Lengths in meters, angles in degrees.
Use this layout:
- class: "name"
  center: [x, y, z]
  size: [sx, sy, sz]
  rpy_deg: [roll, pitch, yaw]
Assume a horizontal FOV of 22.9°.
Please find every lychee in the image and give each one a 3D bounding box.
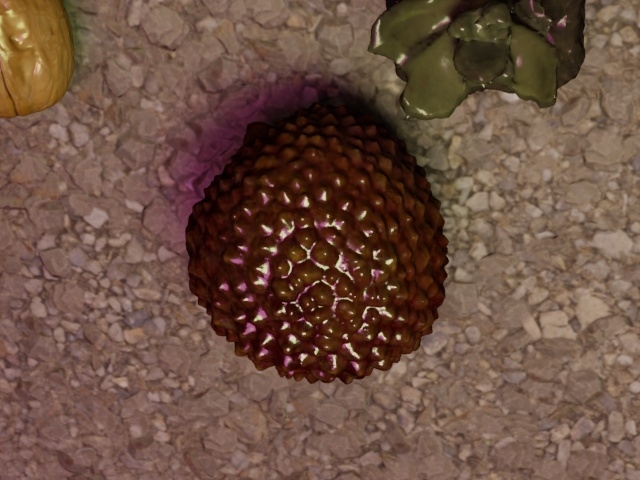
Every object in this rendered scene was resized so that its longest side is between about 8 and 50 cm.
- class: "lychee"
  center: [0.000, 0.000, 1.784]
  size: [0.306, 0.306, 0.330]
  rpy_deg: [-47, 70, 27]

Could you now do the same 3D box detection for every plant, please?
- class: "plant"
  center: [0.167, -0.247, 1.629]
  size: [0.215, 0.312, 0.213]
  rpy_deg: [0, 114, 13]

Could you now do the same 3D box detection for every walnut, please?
- class: "walnut"
  center: [-0.369, -0.235, 1.811]
  size: [0.165, 0.165, 0.197]
  rpy_deg: [-10, 115, 15]
